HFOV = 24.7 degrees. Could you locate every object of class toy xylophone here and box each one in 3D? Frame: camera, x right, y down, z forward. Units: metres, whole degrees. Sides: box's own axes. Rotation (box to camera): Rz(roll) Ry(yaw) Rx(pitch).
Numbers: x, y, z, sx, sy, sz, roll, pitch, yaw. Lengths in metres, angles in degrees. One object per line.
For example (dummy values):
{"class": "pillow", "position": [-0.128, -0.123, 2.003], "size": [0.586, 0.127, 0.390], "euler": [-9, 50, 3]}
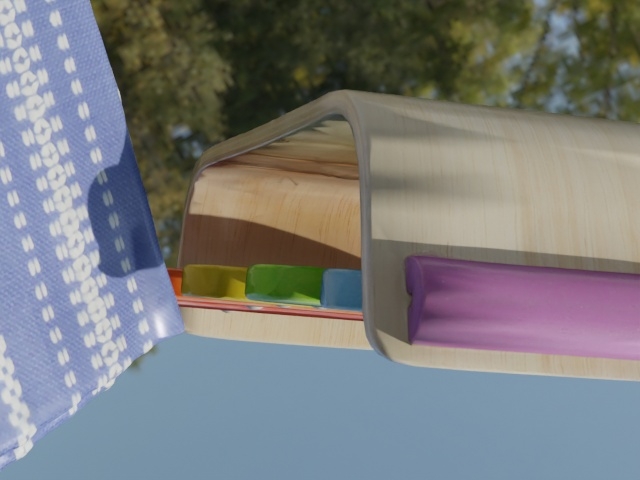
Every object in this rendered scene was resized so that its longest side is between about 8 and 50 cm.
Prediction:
{"class": "toy xylophone", "position": [0.000, 0.000, 0.537], "size": [0.236, 0.081, 0.323], "euler": [5, 176, -8]}

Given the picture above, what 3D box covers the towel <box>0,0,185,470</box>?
{"class": "towel", "position": [-0.164, -0.015, 0.272], "size": [0.040, 0.243, 0.336], "euler": [-2, -159, 35]}
